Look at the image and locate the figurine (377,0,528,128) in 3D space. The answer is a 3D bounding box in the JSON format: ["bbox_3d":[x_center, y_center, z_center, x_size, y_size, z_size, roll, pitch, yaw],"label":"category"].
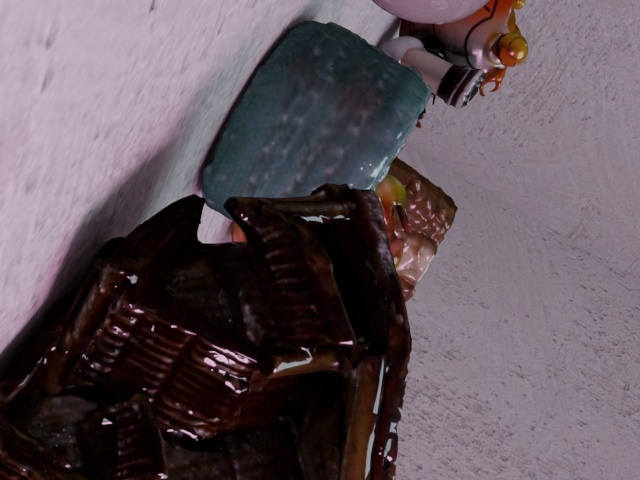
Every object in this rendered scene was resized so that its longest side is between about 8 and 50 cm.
[{"bbox_3d":[0.220,-0.339,1.934,0.320,0.196,0.323,-6,-147,46],"label":"figurine"}]

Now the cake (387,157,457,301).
[{"bbox_3d":[0.035,-0.008,1.675,0.290,0.256,0.282,-54,180,11],"label":"cake"}]

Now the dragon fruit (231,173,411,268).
[{"bbox_3d":[0.001,-0.004,1.428,0.224,0.224,0.227,-58,168,-10],"label":"dragon fruit"}]

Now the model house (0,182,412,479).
[{"bbox_3d":[-0.104,0.139,0.754,0.283,0.297,0.317,4,137,-36],"label":"model house"}]

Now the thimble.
[{"bbox_3d":[0.002,-0.098,1.043,0.235,0.143,0.198,-59,179,-28],"label":"thimble"}]

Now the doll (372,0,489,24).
[{"bbox_3d":[0.093,-0.272,0.843,0.151,0.151,0.287,-58,173,-13],"label":"doll"}]
